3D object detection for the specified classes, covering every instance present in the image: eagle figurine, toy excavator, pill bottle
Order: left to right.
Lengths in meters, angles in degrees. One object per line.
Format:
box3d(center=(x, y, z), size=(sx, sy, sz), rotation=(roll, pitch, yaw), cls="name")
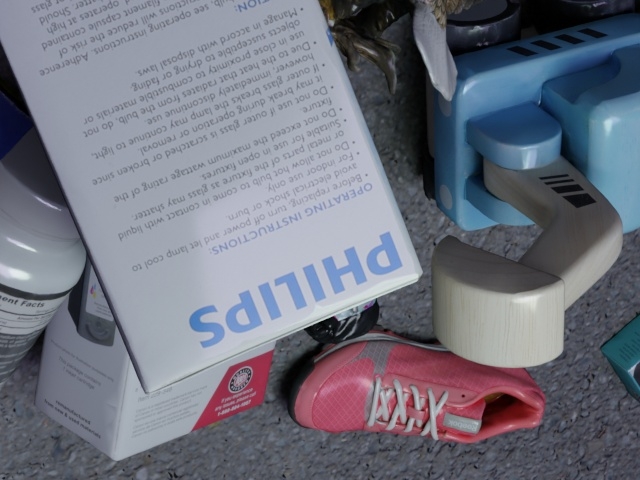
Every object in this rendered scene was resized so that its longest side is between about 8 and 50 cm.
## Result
box3d(center=(-0.313, 0.029, 1.695), size=(0.162, 0.162, 0.278), rotation=(17, 122, -36), cls="pill bottle")
box3d(center=(0.092, -0.302, 1.730), size=(0.225, 0.226, 0.298), rotation=(34, 103, -24), cls="eagle figurine")
box3d(center=(0.228, -0.071, 1.807), size=(0.433, 0.445, 0.222), rotation=(-16, 122, -22), cls="toy excavator")

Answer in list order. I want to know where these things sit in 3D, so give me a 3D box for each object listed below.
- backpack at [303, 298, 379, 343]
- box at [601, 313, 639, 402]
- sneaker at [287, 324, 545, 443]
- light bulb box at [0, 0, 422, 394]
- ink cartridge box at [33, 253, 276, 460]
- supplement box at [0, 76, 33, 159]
box3d(center=(0.000, 0.000, 1.923), size=(0.115, 0.152, 0.182), rotation=(-19, 113, -28), cls="backpack")
box3d(center=(0.469, 0.097, 2.286), size=(0.244, 0.060, 0.100), rotation=(-41, 128, -4), cls="box")
box3d(center=(0.118, 0.170, 2.076), size=(0.314, 0.136, 0.116), rotation=(-3, 116, -28), cls="sneaker")
box3d(center=(-0.106, -0.120, 1.443), size=(0.225, 0.358, 0.361), rotation=(-22, 101, -2), cls="light bulb box")
box3d(center=(-0.142, 0.033, 1.815), size=(0.226, 0.131, 0.306), rotation=(-15, 123, -48), cls="ink cartridge box")
box3d(center=(-0.408, -0.150, 1.452), size=(0.194, 0.356, 0.195), rotation=(-46, 130, 0), cls="supplement box")
